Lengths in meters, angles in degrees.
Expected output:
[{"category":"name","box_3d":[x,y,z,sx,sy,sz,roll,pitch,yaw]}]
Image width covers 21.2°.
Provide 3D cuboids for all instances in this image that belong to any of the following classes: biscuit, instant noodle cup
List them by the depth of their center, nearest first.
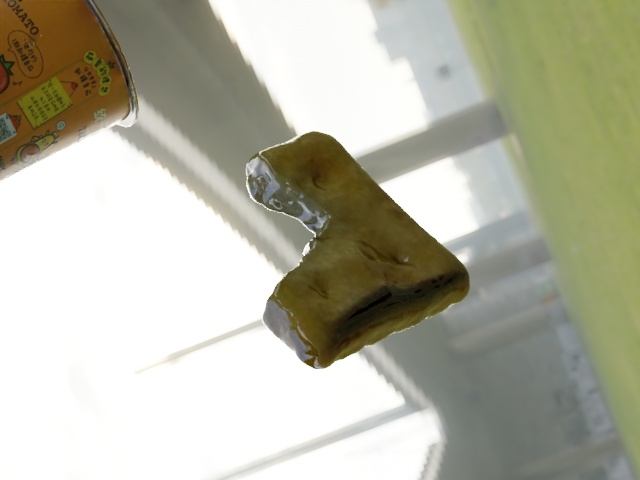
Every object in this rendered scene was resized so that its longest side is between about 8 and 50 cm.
[{"category":"biscuit","box_3d":[0.000,0.000,1.198,0.183,0.174,0.039,48,134,23]},{"category":"instant noodle cup","box_3d":[-0.297,-0.155,1.580,0.216,0.172,0.216,45,159,23]}]
